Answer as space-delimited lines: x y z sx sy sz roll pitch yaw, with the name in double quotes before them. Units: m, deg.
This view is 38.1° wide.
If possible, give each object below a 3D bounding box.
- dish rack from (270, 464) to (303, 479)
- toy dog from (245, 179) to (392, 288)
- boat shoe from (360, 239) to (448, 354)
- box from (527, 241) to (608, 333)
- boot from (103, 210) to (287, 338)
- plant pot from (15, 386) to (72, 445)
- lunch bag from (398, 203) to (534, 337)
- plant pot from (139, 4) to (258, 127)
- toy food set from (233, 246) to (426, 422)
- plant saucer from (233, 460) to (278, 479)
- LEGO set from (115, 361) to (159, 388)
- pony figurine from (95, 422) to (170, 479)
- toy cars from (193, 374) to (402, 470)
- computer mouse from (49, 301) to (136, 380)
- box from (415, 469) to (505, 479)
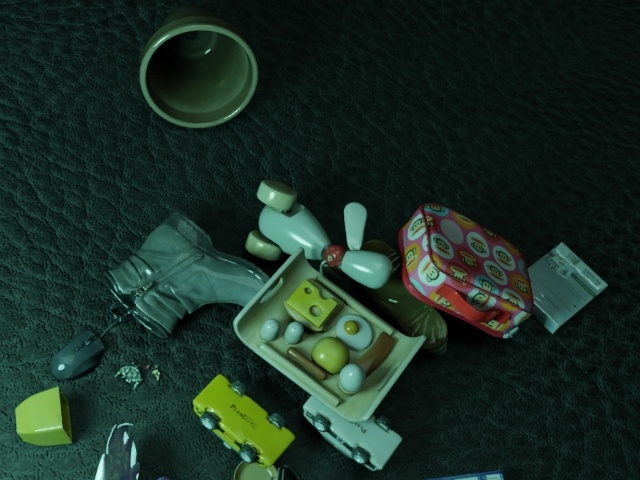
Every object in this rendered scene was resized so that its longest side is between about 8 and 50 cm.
"dish rack" -0.038 0.519 1.538 0.074 0.208 0.272 -2 57 11
"toy dog" 0.000 0.000 1.938 0.334 0.220 0.161 45 26 9
"boat shoe" 0.166 0.123 1.946 0.104 0.089 0.285 -32 63 -2
"box" 0.529 0.104 2.067 0.186 0.038 0.145 -32 68 -31
"boot" -0.243 0.117 1.829 0.338 0.118 0.223 34 60 9
"plant pot" -0.494 0.319 1.645 0.083 0.081 0.081 -11 59 -7
"lunch bag" 0.305 0.073 1.914 0.293 0.120 0.258 26 35 -21
"plant pot" -0.288 -0.424 2.127 0.262 0.263 0.229 -1 38 -15
"toy food set" 0.020 0.172 1.750 0.306 0.092 0.220 37 59 7
"plant saucer" -0.118 0.438 1.691 0.083 0.015 0.084 7 55 -10
"LEGO set" -0.346 0.250 1.759 0.083 0.023 0.054 -19 62 -24
"pony figurine" -0.283 0.486 1.472 0.363 0.303 0.351 15 72 -2
"toy cars" -0.046 0.351 1.730 0.393 0.087 0.177 5 54 -15
"computer mouse" -0.421 0.179 1.780 0.071 0.041 0.242 35 55 12
"box" 0.250 0.507 1.721 0.225 0.037 0.137 -1 56 -16
